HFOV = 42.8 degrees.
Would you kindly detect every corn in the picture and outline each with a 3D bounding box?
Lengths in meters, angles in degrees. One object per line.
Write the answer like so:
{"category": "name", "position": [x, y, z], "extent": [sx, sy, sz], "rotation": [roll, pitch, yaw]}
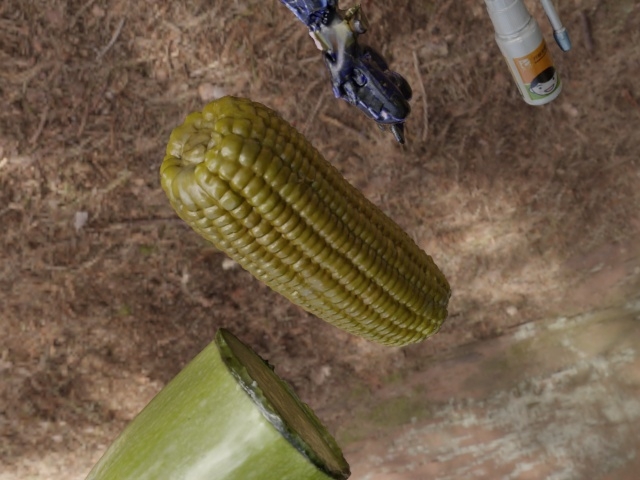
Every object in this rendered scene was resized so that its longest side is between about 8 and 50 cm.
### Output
{"category": "corn", "position": [0.000, 0.000, 0.775], "extent": [0.131, 0.131, 0.344], "rotation": [-31, 131, 27]}

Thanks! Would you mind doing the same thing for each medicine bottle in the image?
{"category": "medicine bottle", "position": [0.289, -0.291, 1.134], "extent": [0.092, 0.061, 0.220], "rotation": [-27, 131, 16]}

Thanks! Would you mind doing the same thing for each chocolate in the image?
{"category": "chocolate", "position": [0.027, -0.258, 1.044], "extent": [0.126, 0.148, 0.343], "rotation": [-38, 116, -15]}

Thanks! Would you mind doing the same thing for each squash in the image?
{"category": "squash", "position": [-0.088, 0.153, 0.395], "extent": [0.224, 0.094, 0.094], "rotation": [-47, 138, 3]}
